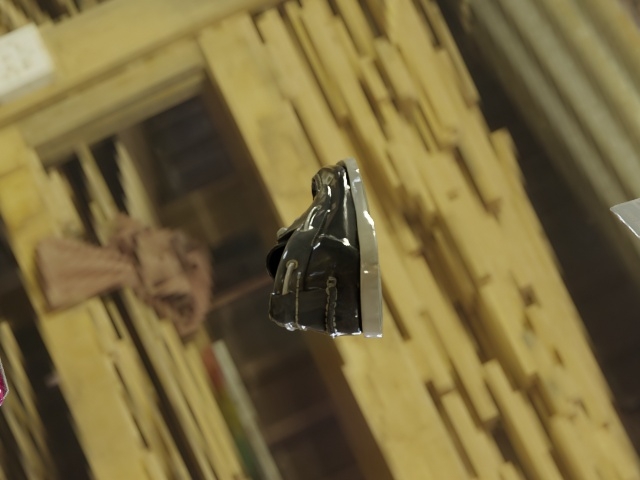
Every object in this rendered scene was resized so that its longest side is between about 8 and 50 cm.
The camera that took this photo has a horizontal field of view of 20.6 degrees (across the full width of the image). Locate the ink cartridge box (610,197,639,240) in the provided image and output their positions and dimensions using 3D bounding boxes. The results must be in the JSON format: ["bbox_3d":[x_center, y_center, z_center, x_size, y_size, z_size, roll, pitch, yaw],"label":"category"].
[{"bbox_3d":[0.305,0.005,1.184,0.145,0.179,0.045,-121,-160,-60],"label":"ink cartridge box"}]

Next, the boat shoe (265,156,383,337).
[{"bbox_3d":[0.000,0.000,1.219,0.233,0.079,0.084,-92,174,-69],"label":"boat shoe"}]

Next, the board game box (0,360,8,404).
[{"bbox_3d":[-0.578,0.061,1.937,0.050,0.390,0.390,-123,-160,-67],"label":"board game box"}]
